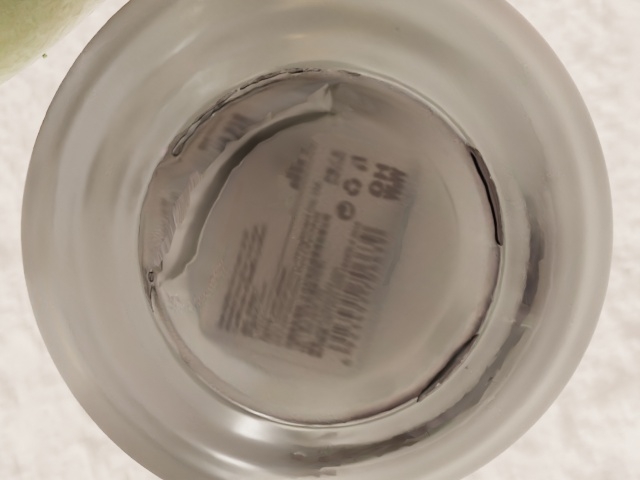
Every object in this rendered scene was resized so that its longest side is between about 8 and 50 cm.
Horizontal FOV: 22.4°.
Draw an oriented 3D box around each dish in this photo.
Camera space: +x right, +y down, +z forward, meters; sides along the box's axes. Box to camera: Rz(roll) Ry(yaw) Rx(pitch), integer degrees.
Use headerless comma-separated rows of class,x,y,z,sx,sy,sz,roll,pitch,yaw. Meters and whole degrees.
dish,0.000,0.000,0.672,0.085,0.260,0.260,-101,5,-84

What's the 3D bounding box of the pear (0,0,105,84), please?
pear,-0.231,-0.260,0.929,0.165,0.399,0.398,17,110,54
